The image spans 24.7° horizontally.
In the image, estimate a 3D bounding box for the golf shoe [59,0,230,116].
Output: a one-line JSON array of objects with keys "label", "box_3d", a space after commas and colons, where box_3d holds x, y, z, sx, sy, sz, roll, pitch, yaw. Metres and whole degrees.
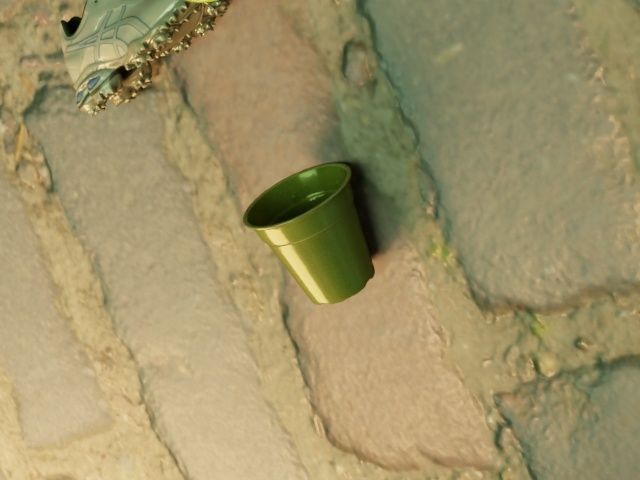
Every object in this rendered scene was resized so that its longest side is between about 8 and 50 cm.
[{"label": "golf shoe", "box_3d": [-0.137, -0.162, 1.055, 0.176, 0.069, 0.086, -31, 85, 41]}]

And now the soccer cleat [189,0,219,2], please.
[{"label": "soccer cleat", "box_3d": [-0.046, -0.191, 0.960, 0.179, 0.072, 0.060, 7, 118, 30]}]

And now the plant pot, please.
[{"label": "plant pot", "box_3d": [0.000, 0.000, 1.028, 0.083, 0.083, 0.079, -7, 120, 40]}]
